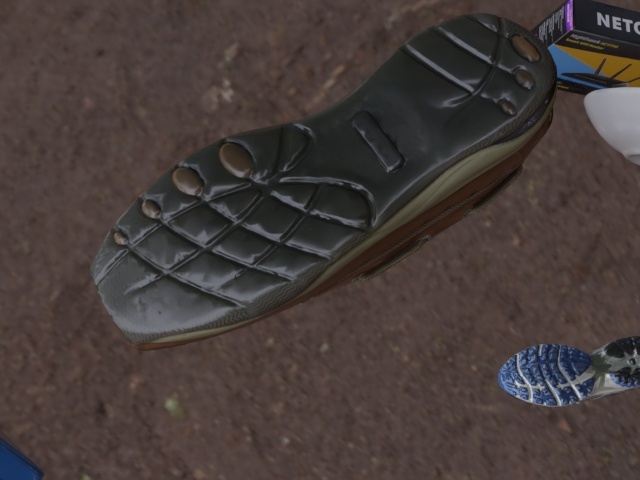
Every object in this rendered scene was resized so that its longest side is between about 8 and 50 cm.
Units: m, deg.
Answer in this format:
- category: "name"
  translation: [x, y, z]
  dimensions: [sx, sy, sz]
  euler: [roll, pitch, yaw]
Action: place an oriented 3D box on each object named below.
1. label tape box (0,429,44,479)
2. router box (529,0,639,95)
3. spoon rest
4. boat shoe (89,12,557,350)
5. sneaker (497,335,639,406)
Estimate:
- category: "label tape box"
  translation: [-0.464, 0.142, 1.478]
  dimensions: [0.106, 0.240, 0.333]
  euler: [-48, 49, -9]
- category: "router box"
  translation: [0.319, -0.206, 1.588]
  dimensions: [0.133, 0.179, 0.046]
  euler: [141, 135, -61]
- category: "spoon rest"
  translation: [0.332, -0.080, 1.069]
  dimensions: [0.276, 0.137, 0.084]
  euler: [14, 86, -1]
- category: "boat shoe"
  translation: [0.014, -0.019, 0.931]
  dimensions: [0.324, 0.120, 0.122]
  euler: [-28, 63, -3]
- category: "sneaker"
  translation: [0.205, 0.113, 1.164]
  dimensions: [0.135, 0.058, 0.052]
  euler: [-3, 69, -13]
